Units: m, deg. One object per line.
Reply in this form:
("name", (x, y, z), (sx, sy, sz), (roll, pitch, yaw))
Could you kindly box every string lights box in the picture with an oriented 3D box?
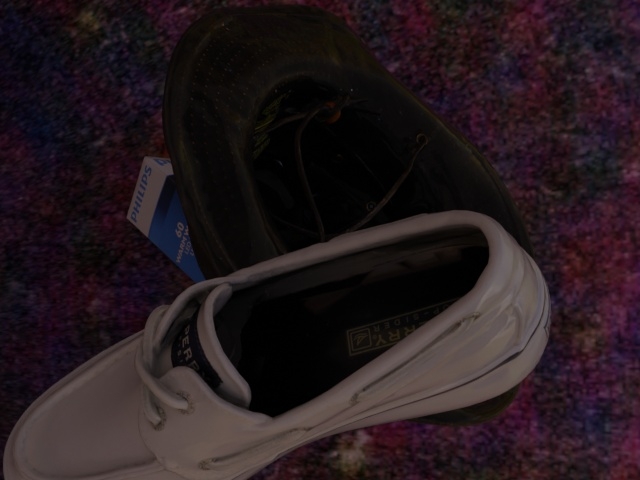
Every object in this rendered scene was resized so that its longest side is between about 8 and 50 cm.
("string lights box", (-0.060, 0.007, 0.960), (0.133, 0.259, 0.077), (-5, 124, -45))

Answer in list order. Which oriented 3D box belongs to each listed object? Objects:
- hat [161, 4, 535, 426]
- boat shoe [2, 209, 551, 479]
("hat", (0.000, 0.000, 0.690), (0.331, 0.134, 0.331), (27, 45, -31))
("boat shoe", (-0.036, 0.049, 0.411), (0.084, 0.258, 0.095), (48, 20, -55))
